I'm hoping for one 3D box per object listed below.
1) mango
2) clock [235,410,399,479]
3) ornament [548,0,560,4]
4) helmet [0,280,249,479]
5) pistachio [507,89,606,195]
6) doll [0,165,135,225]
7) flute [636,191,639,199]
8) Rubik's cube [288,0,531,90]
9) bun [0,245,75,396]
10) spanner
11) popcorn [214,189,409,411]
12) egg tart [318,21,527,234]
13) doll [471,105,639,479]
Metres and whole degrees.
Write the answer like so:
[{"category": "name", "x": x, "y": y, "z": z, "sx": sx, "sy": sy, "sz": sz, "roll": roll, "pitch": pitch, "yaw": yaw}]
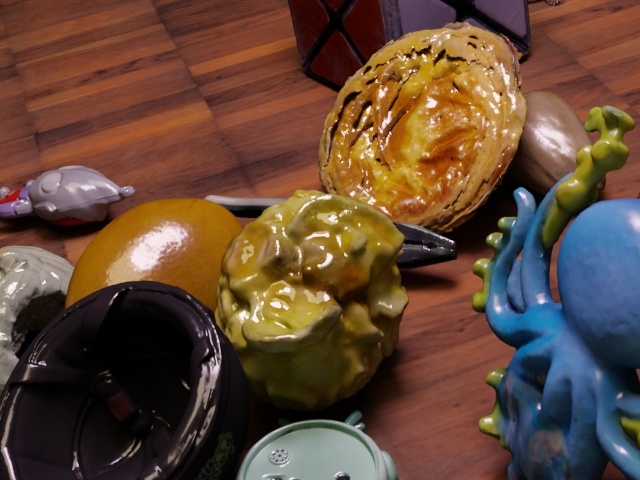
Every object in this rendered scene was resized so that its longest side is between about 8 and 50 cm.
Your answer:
[{"category": "mango", "x": -0.177, "y": 0.056, "z": 1.302, "sx": 0.175, "sy": 0.139, "sz": 0.254, "roll": 38, "pitch": 55, "yaw": 9}, {"category": "clock", "x": -0.008, "y": 0.226, "z": 1.107, "sx": 0.159, "sy": 0.066, "sz": 0.211, "roll": -6, "pitch": 35, "yaw": 5}, {"category": "ornament", "x": 0.308, "y": -0.363, "z": 1.862, "sx": 0.125, "sy": 0.028, "sz": 0.073, "roll": -6, "pitch": 35, "yaw": 9}, {"category": "helmet", "x": -0.173, "y": 0.183, "z": 1.123, "sx": 0.230, "sy": 0.160, "sz": 0.279, "roll": 29, "pitch": 81, "yaw": 37}, {"category": "pistachio", "x": 0.274, "y": -0.109, "z": 1.467, "sx": 0.108, "sy": 0.126, "sz": 0.185, "roll": -50, "pitch": 36, "yaw": 18}, {"category": "doll", "x": -0.331, "y": -0.055, "z": 1.570, "sx": 0.227, "sy": 0.075, "sz": 0.102, "roll": -2, "pitch": 25, "yaw": 31}, {"category": "flute", "x": 0.369, "y": -0.041, "z": 1.418, "sx": 0.014, "sy": 0.014, "sz": 0.269, "roll": 10, "pitch": 41, "yaw": 26}, {"category": "Rubik's cube", "x": 0.120, "y": -0.352, "z": 1.706, "sx": 0.260, "sy": 0.255, "sz": 0.259, "roll": -30, "pitch": 41, "yaw": -21}, {"category": "bun", "x": -0.344, "y": 0.085, "z": 1.335, "sx": 0.203, "sy": 0.127, "sz": 0.213, "roll": -7, "pitch": 37, "yaw": 8}, {"category": "spanner", "x": 0.000, "y": 0.000, "z": 1.401, "sx": 0.324, "sy": 0.040, "sz": 0.096, "roll": 4, "pitch": 77, "yaw": 24}, {"category": "popcorn", "x": -0.007, "y": 0.052, "z": 1.212, "sx": 0.181, "sy": 0.217, "sz": 0.235, "roll": 23, "pitch": 79, "yaw": 16}, {"category": "egg tart", "x": 0.133, "y": -0.124, "z": 1.468, "sx": 0.297, "sy": 0.132, "sz": 0.297, "roll": -15, "pitch": 63, "yaw": 32}, {"category": "doll", "x": 0.240, "y": 0.100, "z": 1.012, "sx": 0.098, "sy": 0.341, "sz": 0.346, "roll": 2, "pitch": 36, "yaw": -27}]
